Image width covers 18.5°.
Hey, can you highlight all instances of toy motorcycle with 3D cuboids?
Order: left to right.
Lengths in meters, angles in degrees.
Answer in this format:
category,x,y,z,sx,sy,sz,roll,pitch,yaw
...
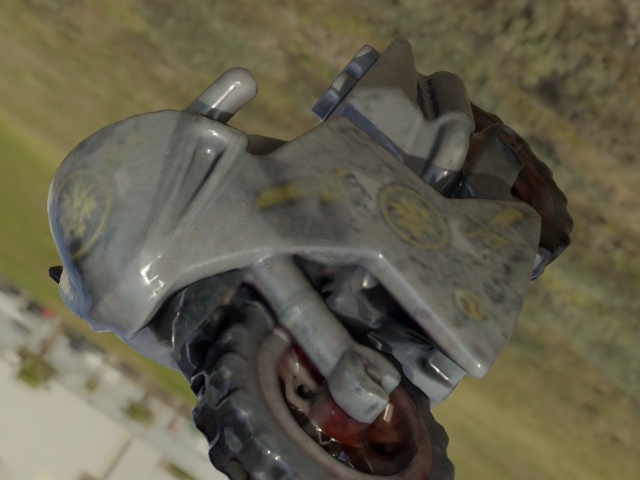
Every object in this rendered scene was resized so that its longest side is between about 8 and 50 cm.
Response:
category,x,y,z,sx,sy,sz,roll,pitch,yaw
toy motorcycle,0.000,0.000,0.521,0.122,0.080,0.215,41,-150,-3
